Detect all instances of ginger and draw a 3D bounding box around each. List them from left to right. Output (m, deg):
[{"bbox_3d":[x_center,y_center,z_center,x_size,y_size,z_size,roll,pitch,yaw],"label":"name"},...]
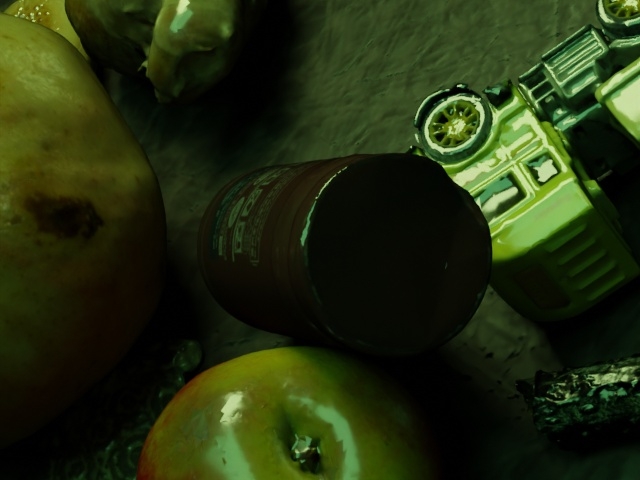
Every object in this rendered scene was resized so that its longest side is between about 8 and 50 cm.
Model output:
[{"bbox_3d":[-0.117,-0.256,1.352,0.256,0.176,0.375,-35,45,36],"label":"ginger"}]

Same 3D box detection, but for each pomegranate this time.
[{"bbox_3d":[-0.268,-0.010,1.200,0.342,0.342,0.342,-19,51,25],"label":"pomegranate"}]

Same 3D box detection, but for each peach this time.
[{"bbox_3d":[-0.017,0.157,1.023,0.190,0.192,0.190,2,70,-4],"label":"peach"}]

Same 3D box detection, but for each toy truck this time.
[{"bbox_3d":[0.199,-0.061,1.010,0.272,0.124,0.157,-34,48,10],"label":"toy truck"}]

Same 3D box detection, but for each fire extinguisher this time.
[{"bbox_3d":[0.000,0.000,1.055,0.135,0.114,0.337,-46,13,-12],"label":"fire extinguisher"}]

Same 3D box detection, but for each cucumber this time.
[{"bbox_3d":[0.197,0.086,0.964,0.181,0.053,0.053,-13,54,26],"label":"cucumber"}]

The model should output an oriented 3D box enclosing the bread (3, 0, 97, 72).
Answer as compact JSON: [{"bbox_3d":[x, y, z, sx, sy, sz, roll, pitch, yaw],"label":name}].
[{"bbox_3d":[-0.246,-0.125,1.412,0.114,0.077,0.189,1,63,16],"label":"bread"}]

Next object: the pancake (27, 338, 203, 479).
[{"bbox_3d":[-0.136,0.154,1.177,0.190,0.020,0.184,-52,45,-4],"label":"pancake"}]
